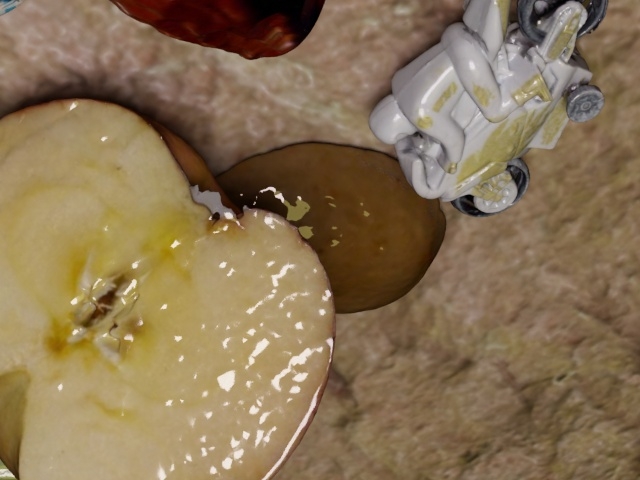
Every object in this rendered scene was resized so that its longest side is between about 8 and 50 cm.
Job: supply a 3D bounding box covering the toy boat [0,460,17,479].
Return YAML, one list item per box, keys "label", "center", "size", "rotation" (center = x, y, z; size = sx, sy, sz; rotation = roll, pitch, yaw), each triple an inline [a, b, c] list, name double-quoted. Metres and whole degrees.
- label: "toy boat"
  center: [-0.219, 0.139, 1.024]
  size: [0.276, 0.111, 0.084]
  rotation: [10, 119, -19]

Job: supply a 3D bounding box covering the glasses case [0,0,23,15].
- label: "glasses case"
  center: [-0.299, -0.223, 0.743]
  size: [0.327, 0.076, 0.125]
  rotation: [20, 119, -27]

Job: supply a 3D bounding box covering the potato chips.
- label: "potato chips"
  center: [0.000, 0.000, 1.008]
  size: [0.201, 0.049, 0.150]
  rotation: [10, 127, -24]

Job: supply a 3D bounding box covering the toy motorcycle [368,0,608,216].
- label: "toy motorcycle"
  center: [0.109, -0.099, 0.940]
  size: [0.151, 0.074, 0.229]
  rotation: [-1, 137, -19]

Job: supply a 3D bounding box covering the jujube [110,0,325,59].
- label: "jujube"
  center: [-0.066, -0.195, 0.775]
  size: [0.168, 0.168, 0.236]
  rotation: [-29, 146, 10]

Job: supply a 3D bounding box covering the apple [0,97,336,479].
- label: "apple"
  center: [-0.129, 0.052, 0.915]
  size: [0.251, 0.163, 0.293]
  rotation: [-43, 83, 1]
